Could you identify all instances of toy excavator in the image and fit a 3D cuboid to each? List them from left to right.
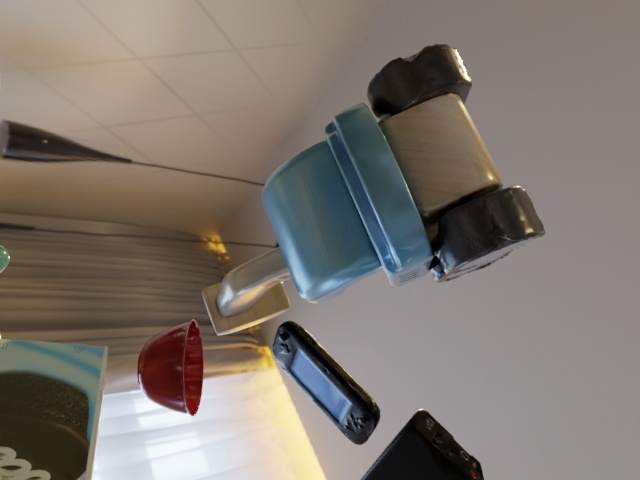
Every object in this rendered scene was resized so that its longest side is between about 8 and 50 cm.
[{"bbox_3d":[0.000,0.000,0.730,0.446,0.433,0.222,-22,-101,4],"label":"toy excavator"}]

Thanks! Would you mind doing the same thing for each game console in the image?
[{"bbox_3d":[0.054,0.268,0.783,0.361,0.044,0.213,43,-49,22],"label":"game console"}]

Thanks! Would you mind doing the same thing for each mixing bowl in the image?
[{"bbox_3d":[-0.289,0.246,1.055,0.181,0.098,0.181,177,-90,-89],"label":"mixing bowl"}]

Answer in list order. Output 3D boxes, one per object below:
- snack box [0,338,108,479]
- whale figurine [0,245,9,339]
[{"bbox_3d":[-0.290,0.126,0.283,0.187,0.322,0.060,-111,-145,-53],"label":"snack box"},{"bbox_3d":[-0.493,0.125,0.691,0.141,0.216,0.272,33,-91,30],"label":"whale figurine"}]
